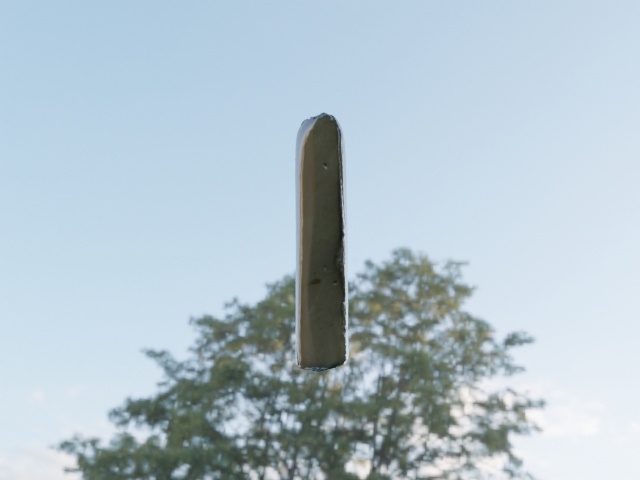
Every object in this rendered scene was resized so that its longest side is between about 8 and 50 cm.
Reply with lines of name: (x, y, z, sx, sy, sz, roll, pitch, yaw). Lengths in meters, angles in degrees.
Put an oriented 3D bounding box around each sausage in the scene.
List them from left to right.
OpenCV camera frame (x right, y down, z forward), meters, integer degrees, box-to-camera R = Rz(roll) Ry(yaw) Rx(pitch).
sausage: (0.000, 0.000, 0.356, 0.026, 0.116, 0.026, -1, 2, 0)
